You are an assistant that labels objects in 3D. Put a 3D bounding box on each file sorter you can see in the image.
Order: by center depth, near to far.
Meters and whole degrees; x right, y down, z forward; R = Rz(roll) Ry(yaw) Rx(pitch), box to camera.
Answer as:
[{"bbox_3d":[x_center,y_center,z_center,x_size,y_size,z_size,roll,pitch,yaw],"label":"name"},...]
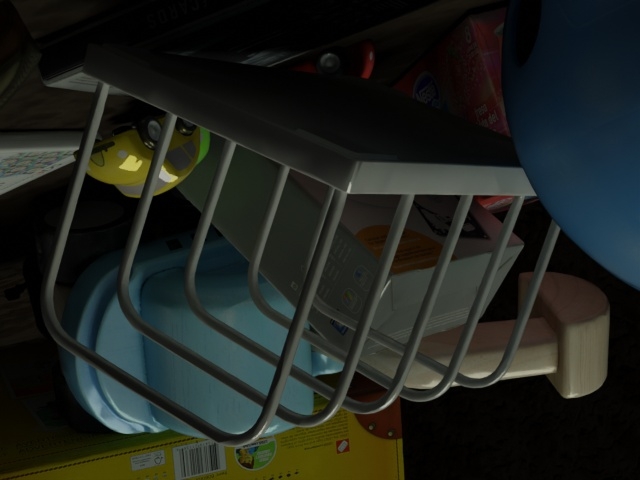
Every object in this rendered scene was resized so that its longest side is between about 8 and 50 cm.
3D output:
[{"bbox_3d":[0.000,0.000,0.856,0.193,0.173,0.277,27,-164,32],"label":"file sorter"}]

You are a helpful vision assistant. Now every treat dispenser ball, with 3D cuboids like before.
[{"bbox_3d":[0.241,-0.099,0.756,0.288,0.288,0.288,-17,175,-1],"label":"treat dispenser ball"}]

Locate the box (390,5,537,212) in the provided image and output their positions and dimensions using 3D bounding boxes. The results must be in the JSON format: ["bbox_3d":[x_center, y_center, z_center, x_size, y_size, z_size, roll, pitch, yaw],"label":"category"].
[{"bbox_3d":[0.172,-0.110,1.258,0.154,0.142,0.300,-15,175,-14],"label":"box"}]

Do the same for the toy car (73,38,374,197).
[{"bbox_3d":[-0.091,-0.079,1.054,0.239,0.053,0.225,-24,-172,-25],"label":"toy car"}]

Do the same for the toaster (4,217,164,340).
[{"bbox_3d":[-0.247,0.046,1.695,0.227,0.129,0.146,-16,178,24],"label":"toaster"}]

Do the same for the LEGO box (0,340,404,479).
[{"bbox_3d":[-0.203,0.240,1.604,0.500,0.193,0.372,-9,-164,-20],"label":"LEGO box"}]

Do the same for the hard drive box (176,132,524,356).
[{"bbox_3d":[0.021,-0.023,1.167,0.181,0.232,0.089,-12,137,-48],"label":"hard drive box"}]

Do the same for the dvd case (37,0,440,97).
[{"bbox_3d":[-0.033,-0.141,0.881,0.238,0.030,0.179,-18,176,20],"label":"dvd case"}]

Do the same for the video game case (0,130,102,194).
[{"bbox_3d":[-0.272,-0.054,1.104,0.143,0.019,0.157,-20,174,31],"label":"video game case"}]

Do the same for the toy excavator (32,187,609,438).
[{"bbox_3d":[-0.008,0.091,1.368,0.433,0.222,0.445,-16,-154,-32],"label":"toy excavator"}]

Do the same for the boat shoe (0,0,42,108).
[{"bbox_3d":[-0.286,-0.032,0.666,0.324,0.120,0.122,-38,-166,-15],"label":"boat shoe"}]
